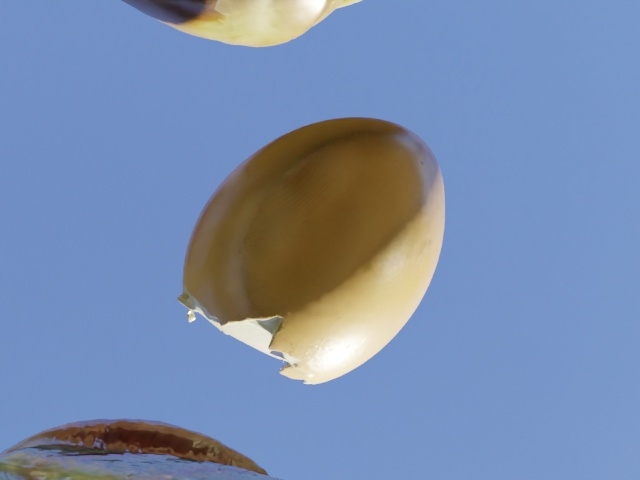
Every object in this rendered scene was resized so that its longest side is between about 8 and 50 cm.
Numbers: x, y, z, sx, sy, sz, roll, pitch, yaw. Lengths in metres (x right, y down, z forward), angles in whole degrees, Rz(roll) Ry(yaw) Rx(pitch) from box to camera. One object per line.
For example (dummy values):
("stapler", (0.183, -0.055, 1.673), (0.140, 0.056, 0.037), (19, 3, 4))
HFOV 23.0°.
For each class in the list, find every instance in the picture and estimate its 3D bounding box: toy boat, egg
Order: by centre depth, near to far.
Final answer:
("egg", (0.000, 0.000, 0.539), (0.080, 0.080, 0.096), (32, -88, 2))
("toy boat", (-0.050, 0.145, 0.830), (0.206, 0.282, 0.096), (24, -108, -40))

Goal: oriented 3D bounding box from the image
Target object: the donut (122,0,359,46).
("donut", (-0.033, -0.256, 0.654), (0.360, 0.360, 0.170), (4, -141, -7))
